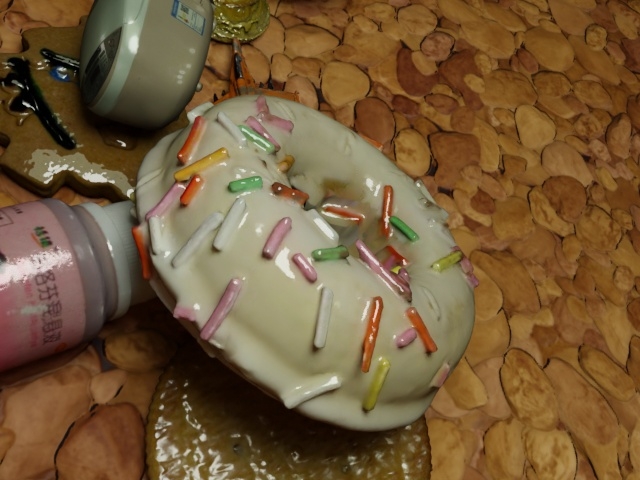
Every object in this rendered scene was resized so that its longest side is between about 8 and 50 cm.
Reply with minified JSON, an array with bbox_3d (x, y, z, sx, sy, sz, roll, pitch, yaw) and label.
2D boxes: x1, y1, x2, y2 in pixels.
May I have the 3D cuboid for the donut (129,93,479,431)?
[{"bbox_3d":[0.000,0.000,0.733,0.382,0.142,0.383,32,29,-20],"label":"donut"}]

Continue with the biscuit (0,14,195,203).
[{"bbox_3d":[-0.256,-0.174,0.866,0.278,0.043,0.302,29,55,-5],"label":"biscuit"}]

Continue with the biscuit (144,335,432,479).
[{"bbox_3d":[-0.025,0.201,0.748,0.305,0.038,0.305,11,58,-18],"label":"biscuit"}]

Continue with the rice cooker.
[{"bbox_3d":[-0.187,-0.214,0.808,0.127,0.145,0.206,26,48,-26],"label":"rice cooker"}]

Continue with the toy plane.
[{"bbox_3d":[-0.095,-0.182,0.930,0.135,0.062,0.188,-12,45,1],"label":"toy plane"}]

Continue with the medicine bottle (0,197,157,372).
[{"bbox_3d":[-0.262,0.036,0.678,0.247,0.147,0.147,-18,70,-36],"label":"medicine bottle"}]

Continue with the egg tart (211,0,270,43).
[{"bbox_3d":[-0.125,-0.321,1.003,0.130,0.052,0.131,11,61,-19],"label":"egg tart"}]
